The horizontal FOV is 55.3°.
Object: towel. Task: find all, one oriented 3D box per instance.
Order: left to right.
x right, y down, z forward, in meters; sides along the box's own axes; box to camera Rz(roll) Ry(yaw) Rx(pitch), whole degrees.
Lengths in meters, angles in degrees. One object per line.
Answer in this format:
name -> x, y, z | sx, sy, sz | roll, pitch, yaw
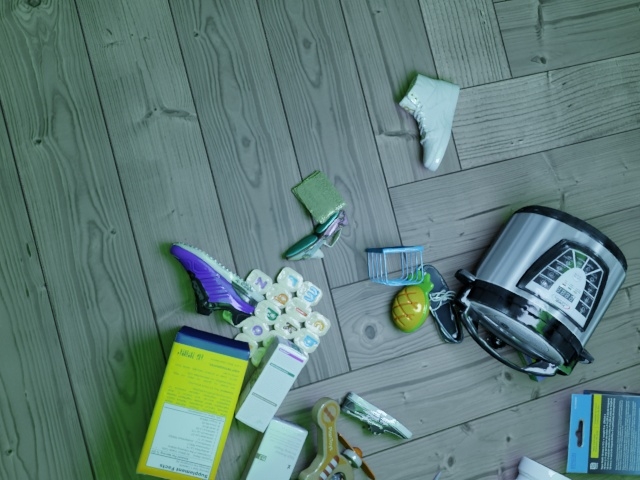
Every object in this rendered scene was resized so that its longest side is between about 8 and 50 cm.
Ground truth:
towel -> -0.002, -0.126, 1.764 | 0.110, 0.027, 0.148 | -36, 67, -6

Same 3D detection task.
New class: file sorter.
file sorter -> 0.211, 0.070, 1.751 | 0.118, 0.170, 0.105 | -3, 91, -12

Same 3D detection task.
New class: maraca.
maraca -> 0.269, 0.178, 1.778 | 0.099, 0.127, 0.186 | 17, 93, -38

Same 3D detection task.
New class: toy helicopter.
toy helicopter -> 0.037, 0.597, 1.688 | 0.235, 0.140, 0.355 | -13, 105, -37

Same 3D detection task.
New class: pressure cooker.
pressure cooker -> 0.611, 0.163, 1.731 | 0.420, 0.370, 0.375 | -54, 131, -9

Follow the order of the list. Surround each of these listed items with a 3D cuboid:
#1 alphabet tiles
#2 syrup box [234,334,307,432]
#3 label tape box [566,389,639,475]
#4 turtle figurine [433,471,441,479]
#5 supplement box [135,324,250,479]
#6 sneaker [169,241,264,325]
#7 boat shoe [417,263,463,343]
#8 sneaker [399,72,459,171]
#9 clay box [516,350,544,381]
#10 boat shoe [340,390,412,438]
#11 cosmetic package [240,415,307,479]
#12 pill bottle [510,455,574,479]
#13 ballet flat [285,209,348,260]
alphabet tiles -> -0.124, 0.225, 1.745 | 0.278, 0.021, 0.284 | 35, 80, -5
syrup box -> -0.137, 0.389, 1.675 | 0.096, 0.093, 0.237 | 32, 90, -12
label tape box -> 0.889, 0.592, 1.893 | 0.333, 0.106, 0.241 | 7, 86, -11
turtle figurine -> 0.314, 0.849, 1.702 | 0.266, 0.274, 0.198 | -25, 105, -8
supplement box -> -0.325, 0.424, 1.593 | 0.194, 0.195, 0.357 | 17, 85, -7
sneaker -> -0.309, 0.126, 1.663 | 0.293, 0.102, 0.146 | 35, 82, -2
boat shoe -> 0.360, 0.189, 1.819 | 0.095, 0.079, 0.255 | -17, 90, -11
sneaker -> 0.306, -0.359, 1.835 | 0.169, 0.108, 0.293 | 16, 74, -9
clay box -> 0.727, 0.328, 1.902 | 0.222, 0.053, 0.127 | -28, 93, -11
boat shoe -> 0.160, 0.521, 1.763 | 0.219, 0.078, 0.070 | 32, 80, 0
cosmetic package -> -0.135, 0.612, 1.688 | 0.117, 0.085, 0.231 | 23, 81, -9
pill bottle -> 0.597, 0.831, 1.764 | 0.210, 0.210, 0.363 | 28, 82, -9
ballet flat -> 0.000, 0.000, 1.765 | 0.221, 0.077, 0.079 | -44, 115, -11
